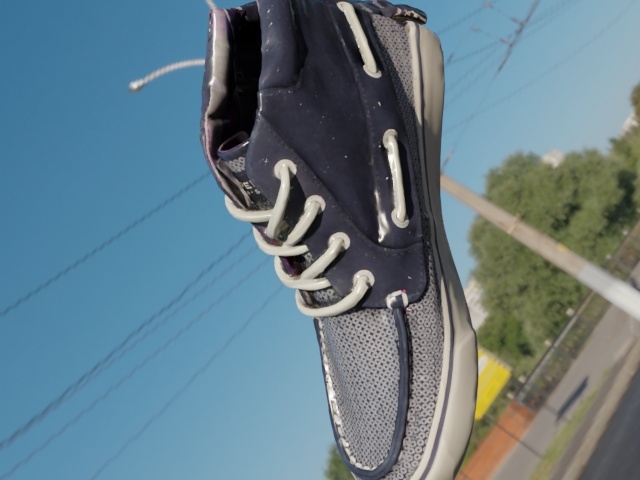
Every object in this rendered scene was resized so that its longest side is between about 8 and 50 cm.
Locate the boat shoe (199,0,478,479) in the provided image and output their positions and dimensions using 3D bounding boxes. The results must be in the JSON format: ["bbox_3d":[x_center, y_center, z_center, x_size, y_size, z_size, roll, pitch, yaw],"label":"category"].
[{"bbox_3d":[0.000,0.000,0.568,0.158,0.340,0.127,6,-15,-40],"label":"boat shoe"}]
